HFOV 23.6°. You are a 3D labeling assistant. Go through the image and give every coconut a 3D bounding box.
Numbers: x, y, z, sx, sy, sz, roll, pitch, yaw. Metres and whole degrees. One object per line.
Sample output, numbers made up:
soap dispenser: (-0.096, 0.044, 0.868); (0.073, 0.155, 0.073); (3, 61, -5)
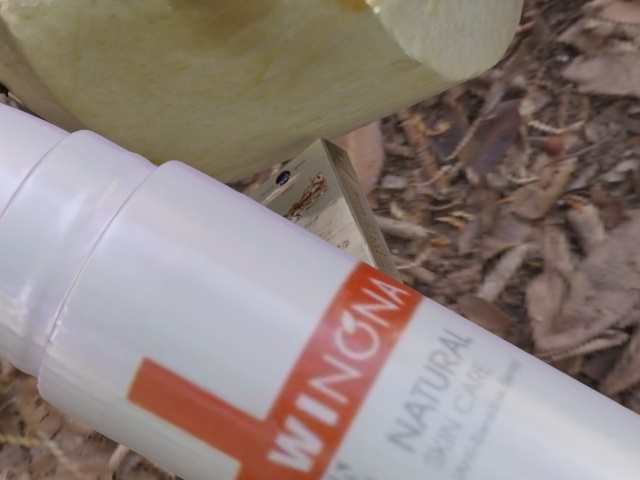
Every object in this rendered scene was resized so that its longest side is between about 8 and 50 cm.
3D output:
coconut: (-0.035, -0.194, 0.755); (0.322, 0.323, 0.323); (0, 90, -6)

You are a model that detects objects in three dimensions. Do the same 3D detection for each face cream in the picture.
face cream: (0.000, 0.054, 0.543); (0.345, 0.102, 0.102); (28, 87, 5)

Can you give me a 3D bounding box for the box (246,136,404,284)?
box: (0.000, 0.000, 0.713); (0.053, 0.024, 0.083); (-36, 52, 22)
